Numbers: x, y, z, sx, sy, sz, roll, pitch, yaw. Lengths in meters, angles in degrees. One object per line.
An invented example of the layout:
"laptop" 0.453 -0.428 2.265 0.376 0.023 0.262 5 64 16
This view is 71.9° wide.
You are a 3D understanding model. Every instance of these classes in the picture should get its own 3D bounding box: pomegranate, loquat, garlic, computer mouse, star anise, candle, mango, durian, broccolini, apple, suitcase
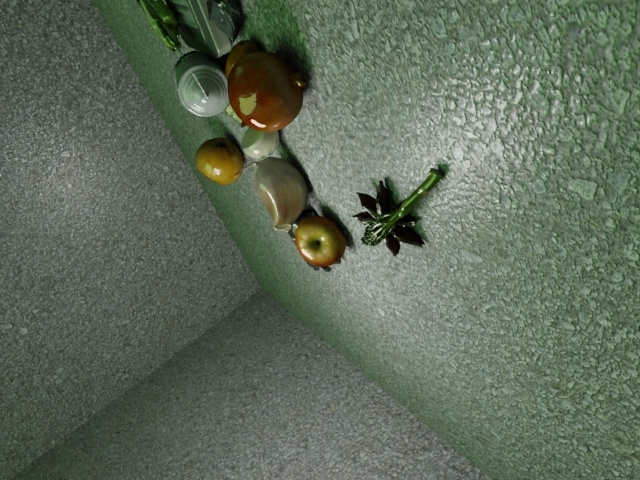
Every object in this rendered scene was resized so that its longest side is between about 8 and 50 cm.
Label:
"pomegranate" -0.164 -0.490 1.444 0.270 0.229 0.252 -13 107 35
"loquat" -0.546 -0.426 2.392 0.263 0.263 0.263 45 159 22
"garlic" -0.193 -0.231 1.957 0.340 0.245 0.231 54 177 -19
"computer mouse" -0.324 -0.783 1.537 0.126 0.071 0.231 41 172 -7
"star anise" 0.225 -0.068 1.470 0.288 0.088 0.288 32 143 29
"candle" -0.488 -0.639 1.825 0.343 0.221 0.221 -118 6 -49
"mango" -0.271 -0.616 1.616 0.249 0.151 0.156 102 160 -73
"durian" -0.626 -0.871 1.757 0.375 0.106 0.132 52 160 9
"broccolini" 0.233 -0.098 1.322 0.074 0.078 0.392 55 140 13
"apple" 0.000 0.000 1.950 0.173 0.210 0.235 -49 -64 -78
"suitcase" -0.041 0.000 2.141 0.312 0.128 0.202 57 161 -12

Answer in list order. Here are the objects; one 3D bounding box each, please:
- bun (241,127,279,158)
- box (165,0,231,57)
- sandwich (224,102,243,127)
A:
"bun" -0.241 -0.412 1.849 0.120 0.173 0.172 37 174 -38
"box" -0.513 -0.919 1.704 0.367 0.090 0.373 35 155 42
"sandwich" -0.345 -0.550 1.892 0.094 0.096 0.258 44 176 -7
